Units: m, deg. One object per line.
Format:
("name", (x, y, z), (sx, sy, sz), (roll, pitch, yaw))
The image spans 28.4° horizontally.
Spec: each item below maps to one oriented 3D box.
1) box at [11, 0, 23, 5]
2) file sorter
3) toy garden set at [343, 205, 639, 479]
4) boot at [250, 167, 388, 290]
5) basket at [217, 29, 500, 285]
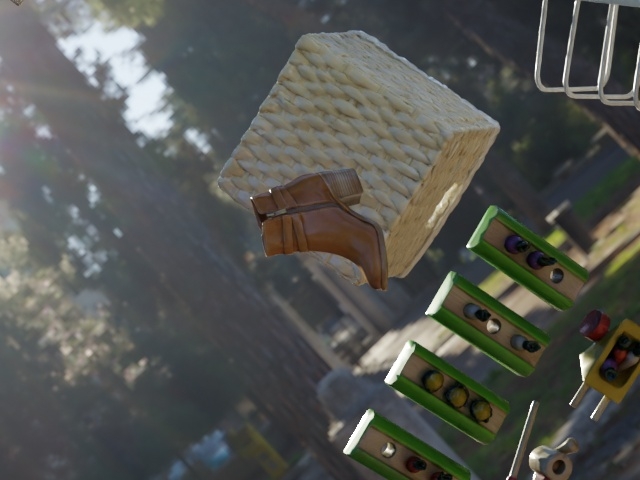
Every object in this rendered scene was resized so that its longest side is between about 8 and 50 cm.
("box", (-0.466, -0.525, 1.861), (0.262, 0.231, 0.127), (-49, 30, 15))
("file sorter", (0.483, -0.288, 1.899), (0.193, 0.173, 0.278), (-6, 18, -38))
("toy garden set", (0.169, 0.127, 1.075), (0.244, 0.204, 0.049), (-59, 19, -7))
("boot", (0.000, 0.000, 1.692), (0.152, 0.197, 0.073), (-15, -31, -12))
("basket", (0.060, -0.144, 2.112), (0.328, 0.331, 0.266), (-58, -17, 16))
